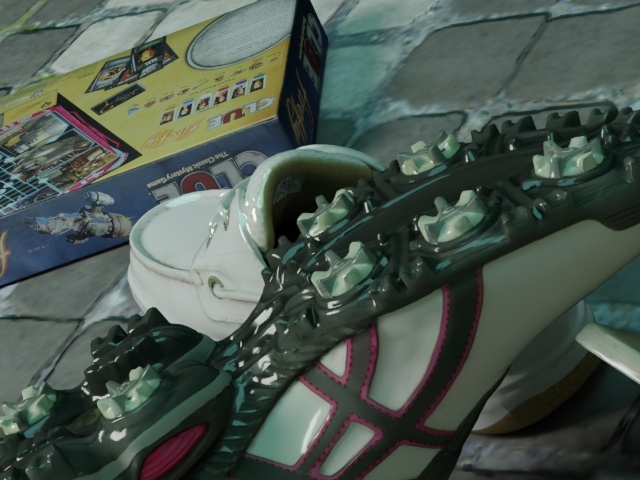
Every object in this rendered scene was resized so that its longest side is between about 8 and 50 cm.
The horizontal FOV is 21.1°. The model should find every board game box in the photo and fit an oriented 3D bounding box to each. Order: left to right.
[{"bbox_3d":[-0.119,-0.055,0.989,0.243,0.042,0.165,-18,30,16],"label":"board game box"}]

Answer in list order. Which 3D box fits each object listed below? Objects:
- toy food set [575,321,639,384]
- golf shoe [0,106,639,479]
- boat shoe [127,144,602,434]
[{"bbox_3d":[0.241,-0.039,0.488,0.306,0.092,0.220,-53,46,-2],"label":"toy food set"},{"bbox_3d":[0.016,0.052,0.602,0.273,0.120,0.105,-31,17,9],"label":"golf shoe"},{"bbox_3d":[0.000,0.000,0.745,0.277,0.096,0.098,10,46,48],"label":"boat shoe"}]
